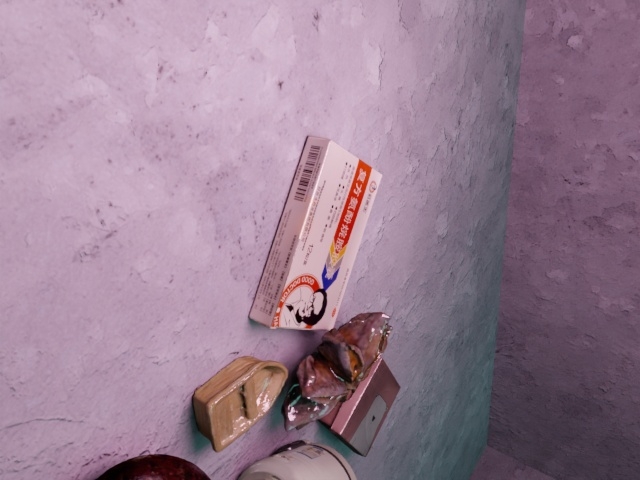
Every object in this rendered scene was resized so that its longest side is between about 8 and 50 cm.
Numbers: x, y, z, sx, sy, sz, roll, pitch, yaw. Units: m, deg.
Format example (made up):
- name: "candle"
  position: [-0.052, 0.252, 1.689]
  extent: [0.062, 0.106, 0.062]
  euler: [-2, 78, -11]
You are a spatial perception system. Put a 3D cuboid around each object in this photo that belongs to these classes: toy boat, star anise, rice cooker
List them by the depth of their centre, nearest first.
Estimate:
- name: "toy boat"
  position: [-0.141, 0.275, 0.878]
  extent: [0.188, 0.061, 0.116]
  euler: [-29, 125, -45]
- name: "rice cooker"
  position: [-0.047, 0.537, 0.996]
  extent: [0.244, 0.226, 0.225]
  euler: [10, 96, -54]
- name: "star anise"
  position: [0.032, 0.270, 1.031]
  extent: [0.331, 0.118, 0.331]
  euler: [-46, 160, -21]

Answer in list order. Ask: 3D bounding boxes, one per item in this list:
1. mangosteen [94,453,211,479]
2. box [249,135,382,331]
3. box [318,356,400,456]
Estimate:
- name: "mangosteen"
  position: [-0.222, 0.431, 0.659]
  extent: [0.236, 0.262, 0.235]
  euler: [-30, 129, -44]
- name: "box"
  position: [0.000, 0.000, 0.954]
  extent: [0.214, 0.069, 0.353]
  euler: [19, 90, -55]
- name: "box"
  position: [0.101, 0.414, 1.250]
  extent: [0.215, 0.086, 0.215]
  euler: [-57, 143, -22]
